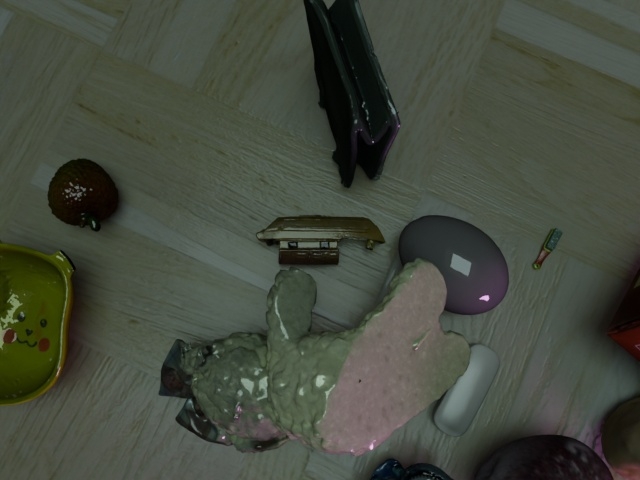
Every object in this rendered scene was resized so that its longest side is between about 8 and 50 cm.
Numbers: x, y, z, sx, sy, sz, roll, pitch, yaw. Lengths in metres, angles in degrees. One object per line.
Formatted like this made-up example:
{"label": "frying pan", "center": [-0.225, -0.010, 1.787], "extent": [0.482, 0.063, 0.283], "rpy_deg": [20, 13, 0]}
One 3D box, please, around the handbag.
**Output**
{"label": "handbag", "center": [0.042, -0.240, 0.914], "extent": [0.079, 0.260, 0.248], "rpy_deg": [-16, 78, -6]}

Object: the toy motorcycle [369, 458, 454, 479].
{"label": "toy motorcycle", "center": [0.155, 0.484, 0.870], "extent": [0.206, 0.154, 0.260], "rpy_deg": [-27, 86, 19]}

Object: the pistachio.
{"label": "pistachio", "center": [0.570, 0.324, 0.901], "extent": [0.223, 0.126, 0.152], "rpy_deg": [-13, 48, -4]}

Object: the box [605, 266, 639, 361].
{"label": "box", "center": [0.707, 0.135, 0.881], "extent": [0.385, 0.122, 0.344], "rpy_deg": [41, 64, 5]}

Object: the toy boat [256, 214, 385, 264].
{"label": "toy boat", "center": [0.000, 0.000, 0.975], "extent": [0.225, 0.068, 0.088], "rpy_deg": [1, 86, -3]}

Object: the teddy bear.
{"label": "teddy bear", "center": [-0.024, 0.190, 0.897], "extent": [0.375, 0.362, 0.328], "rpy_deg": [-36, 113, -32]}

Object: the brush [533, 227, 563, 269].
{"label": "brush", "center": [0.408, 0.016, 0.996], "extent": [0.018, 0.021, 0.083], "rpy_deg": [33, 83, 2]}

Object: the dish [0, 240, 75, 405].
{"label": "dish", "center": [-0.503, 0.132, 0.925], "extent": [0.221, 0.108, 0.263], "rpy_deg": [12, 83, 1]}

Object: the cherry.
{"label": "cherry", "center": [0.345, 0.417, 0.855], "extent": [0.266, 0.183, 0.213], "rpy_deg": [-39, 95, -26]}

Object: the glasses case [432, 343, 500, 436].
{"label": "glasses case", "center": [0.249, 0.255, 0.947], "extent": [0.063, 0.041, 0.164], "rpy_deg": [29, 83, 5]}

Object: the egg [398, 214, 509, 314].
{"label": "egg", "center": [0.221, 0.039, 0.927], "extent": [0.198, 0.146, 0.146], "rpy_deg": [43, 83, 11]}

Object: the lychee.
{"label": "lychee", "center": [-0.409, -0.078, 0.958], "extent": [0.114, 0.114, 0.147], "rpy_deg": [-17, 62, -3]}
